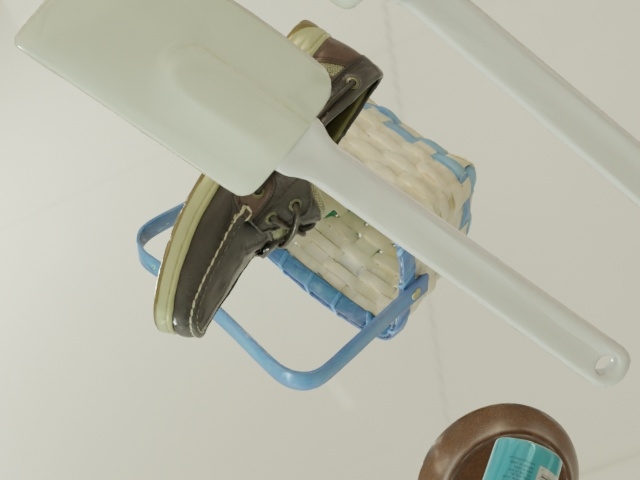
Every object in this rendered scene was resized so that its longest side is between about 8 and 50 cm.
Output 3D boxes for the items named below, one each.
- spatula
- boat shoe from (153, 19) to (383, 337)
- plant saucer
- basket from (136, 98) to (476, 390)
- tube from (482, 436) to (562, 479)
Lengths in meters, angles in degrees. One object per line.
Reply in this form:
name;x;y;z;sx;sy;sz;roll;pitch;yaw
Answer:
spatula;0.057;-0.057;0.408;0.242;0.168;0.019;33;-169;-28
boat shoe;-0.030;-0.034;0.854;0.080;0.073;0.223;84;-149;-69
plant saucer;0.176;0.240;1.314;0.168;0.168;0.029;62;174;-17
basket;0.000;0.000;1.343;0.255;0.289;0.201;40;144;29
tube;0.123;0.247;0.993;0.080;0.052;0.207;28;-114;-14
